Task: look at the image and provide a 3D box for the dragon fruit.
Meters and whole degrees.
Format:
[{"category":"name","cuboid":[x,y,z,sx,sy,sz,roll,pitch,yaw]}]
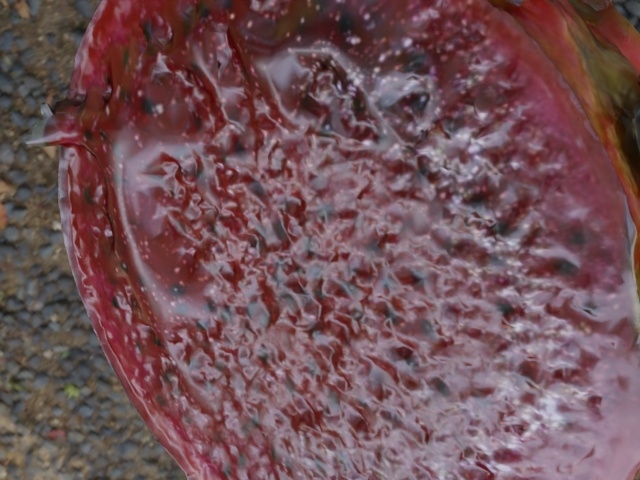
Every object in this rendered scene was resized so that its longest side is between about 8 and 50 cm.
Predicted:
[{"category":"dragon fruit","cuboid":[0.043,-0.005,0.566,0.371,0.249,0.386,39,129,21]}]
